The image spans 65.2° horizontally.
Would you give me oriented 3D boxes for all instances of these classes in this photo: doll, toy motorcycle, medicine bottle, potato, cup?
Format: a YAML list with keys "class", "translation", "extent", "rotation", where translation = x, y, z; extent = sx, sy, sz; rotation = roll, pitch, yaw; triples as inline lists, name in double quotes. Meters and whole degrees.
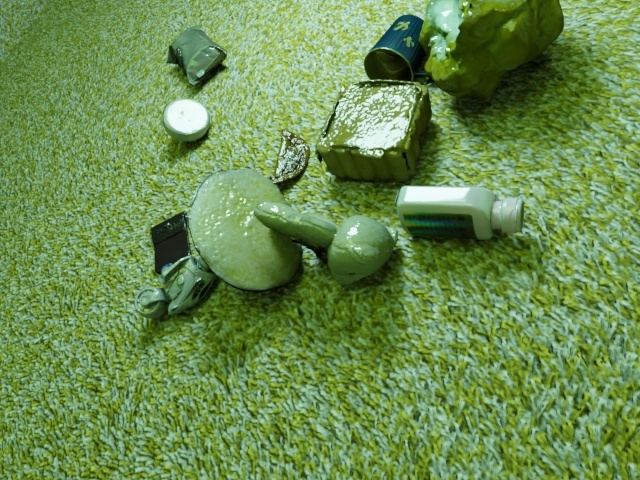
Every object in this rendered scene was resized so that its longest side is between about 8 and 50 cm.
- class: "doll"
  translation: [0.001, 0.001, 0.991]
  extent: [0.278, 0.149, 0.175]
  rotation: [20, 28, 19]
- class: "toy motorcycle"
  translation: [-0.304, 0.097, 1.142]
  extent: [0.254, 0.112, 0.112]
  rotation: [-37, 49, -4]
- class: "medicine bottle"
  translation: [0.259, -0.050, 0.933]
  extent: [0.219, 0.115, 0.078]
  rotation: [4, 59, 29]
- class: "potato"
  translation: [-0.174, -0.006, 1.091]
  extent: [0.239, 0.116, 0.299]
  rotation: [-11, 66, -33]
- class: "cup"
  translation: [0.218, -0.462, 1.247]
  extent: [0.176, 0.131, 0.155]
  rotation: [26, 66, 6]

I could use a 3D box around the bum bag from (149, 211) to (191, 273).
- class: "bum bag"
  translation: [-0.385, 0.004, 1.283]
  extent: [0.109, 0.026, 0.159]
  rotation: [-26, 50, 8]

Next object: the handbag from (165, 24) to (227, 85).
- class: "handbag"
  translation: [-0.423, -0.621, 1.681]
  extent: [0.182, 0.117, 0.270]
  rotation: [-44, 50, 4]

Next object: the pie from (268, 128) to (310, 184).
- class: "pie"
  translation: [-0.073, -0.204, 1.265]
  extent: [0.088, 0.033, 0.191]
  rotation: [4, 57, 11]

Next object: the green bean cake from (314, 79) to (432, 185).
- class: "green bean cake"
  translation: [0.123, -0.244, 1.129]
  extent: [0.230, 0.131, 0.224]
  rotation: [9, 65, 28]

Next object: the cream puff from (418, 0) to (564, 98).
- class: "cream puff"
  translation: [0.366, -0.466, 1.092]
  extent: [0.274, 0.270, 0.323]
  rotation: [-6, 64, 0]

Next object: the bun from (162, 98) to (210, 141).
- class: "bun"
  translation: [-0.399, -0.348, 1.494]
  extent: [0.138, 0.094, 0.138]
  rotation: [3, 68, -8]

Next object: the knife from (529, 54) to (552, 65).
- class: "knife"
  translation: [0.440, -0.482, 1.202]
  extent: [0.044, 0.026, 0.296]
  rotation: [-30, 47, 2]
